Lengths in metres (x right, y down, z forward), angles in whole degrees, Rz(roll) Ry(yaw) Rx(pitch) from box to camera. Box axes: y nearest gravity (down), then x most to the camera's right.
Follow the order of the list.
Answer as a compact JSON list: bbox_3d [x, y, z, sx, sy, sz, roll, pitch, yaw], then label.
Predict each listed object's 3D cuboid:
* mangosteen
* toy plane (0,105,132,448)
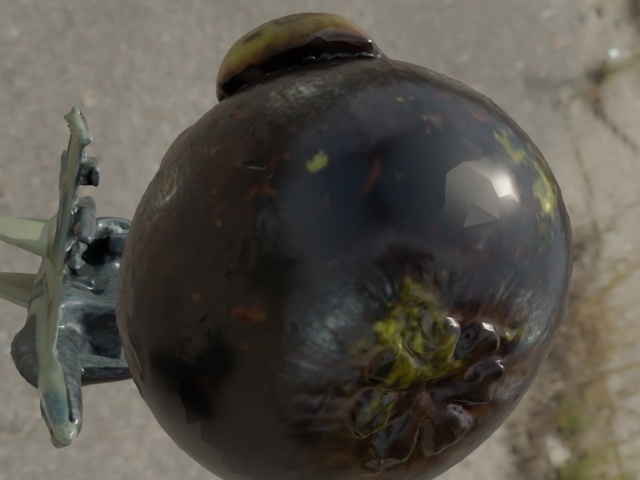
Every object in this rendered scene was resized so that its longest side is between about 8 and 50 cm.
[{"bbox_3d":[0.000,0.000,0.825,0.192,0.192,0.217,36,15,-40],"label":"mangosteen"},{"bbox_3d":[-0.127,0.043,1.036,0.088,0.262,0.192,0,113,-19],"label":"toy plane"}]
